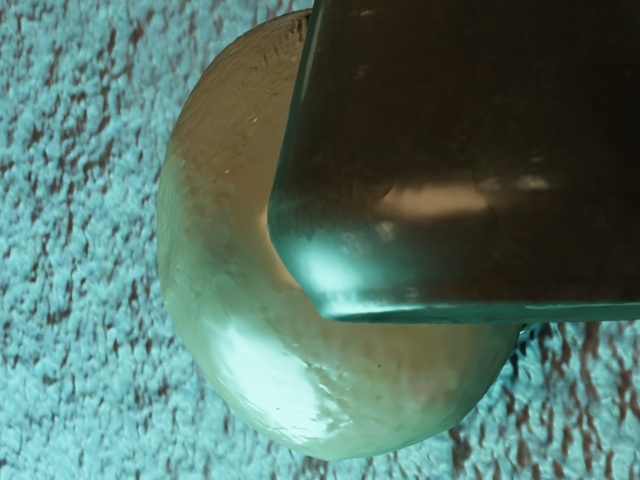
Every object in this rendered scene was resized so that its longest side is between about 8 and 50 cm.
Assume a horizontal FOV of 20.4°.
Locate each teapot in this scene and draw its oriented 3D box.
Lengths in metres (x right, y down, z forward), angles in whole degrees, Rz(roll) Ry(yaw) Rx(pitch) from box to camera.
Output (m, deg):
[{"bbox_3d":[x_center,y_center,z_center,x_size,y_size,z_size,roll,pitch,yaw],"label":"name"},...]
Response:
[{"bbox_3d":[0.117,-0.135,0.841,0.300,0.253,0.344,-4,86,28],"label":"teapot"}]

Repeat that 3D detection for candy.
[{"bbox_3d":[0.000,0.000,1.079,0.295,0.185,0.295,17,116,39],"label":"candy"}]
